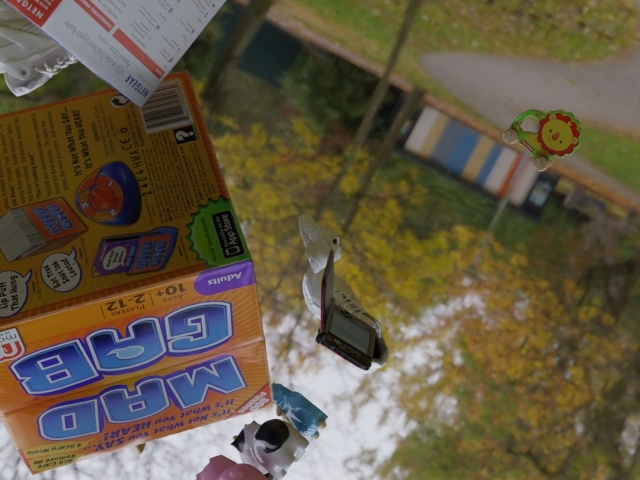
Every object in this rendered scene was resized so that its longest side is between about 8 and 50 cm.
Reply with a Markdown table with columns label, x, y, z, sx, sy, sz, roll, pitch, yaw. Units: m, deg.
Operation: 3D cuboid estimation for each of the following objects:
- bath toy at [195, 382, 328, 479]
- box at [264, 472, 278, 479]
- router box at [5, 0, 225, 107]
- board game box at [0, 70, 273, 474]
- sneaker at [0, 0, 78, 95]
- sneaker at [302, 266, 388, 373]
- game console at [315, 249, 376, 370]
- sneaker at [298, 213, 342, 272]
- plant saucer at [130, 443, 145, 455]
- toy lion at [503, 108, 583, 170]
| label | x | y | z | sx | sy | sz | roll | pitch | yaw |
| --- | --- | --- | --- | --- | --- | --- | --- | --- | --- |
| bath toy | -0.139 | 0.385 | 1.871 | 0.129 | 0.348 | 0.151 | 39 | 145 | 8 |
| box | -0.144 | 0.511 | 2.050 | 0.056 | 0.183 | 0.231 | 22 | -139 | 8 |
| router box | -0.198 | -0.334 | 1.324 | 0.082 | 0.301 | 0.335 | 38 | 179 | 12 |
| board game box | -0.293 | 0.045 | 1.571 | 0.356 | 0.356 | 0.356 | 87 | 166 | -52 |
| sneaker | -0.407 | -0.295 | 1.730 | 0.305 | 0.152 | 0.114 | -2 | 176 | 6 |
| sneaker | 0.058 | 0.138 | 2.078 | 0.232 | 0.090 | 0.115 | 53 | 160 | -6 |
| game console | 0.040 | 0.096 | 1.579 | 0.124 | 0.085 | 0.144 | 32 | -162 | -4 |
| sneaker | 0.000 | 0.000 | 1.925 | 0.152 | 0.061 | 0.053 | -111 | 0 | -55 |
| plant saucer | -0.338 | 0.163 | 1.988 | 0.081 | 0.332 | 0.332 | 7 | 148 | 8 |
| toy lion | 0.340 | -0.161 | 1.703 | 0.100 | 0.096 | 0.034 | 43 | -150 | 11 |
